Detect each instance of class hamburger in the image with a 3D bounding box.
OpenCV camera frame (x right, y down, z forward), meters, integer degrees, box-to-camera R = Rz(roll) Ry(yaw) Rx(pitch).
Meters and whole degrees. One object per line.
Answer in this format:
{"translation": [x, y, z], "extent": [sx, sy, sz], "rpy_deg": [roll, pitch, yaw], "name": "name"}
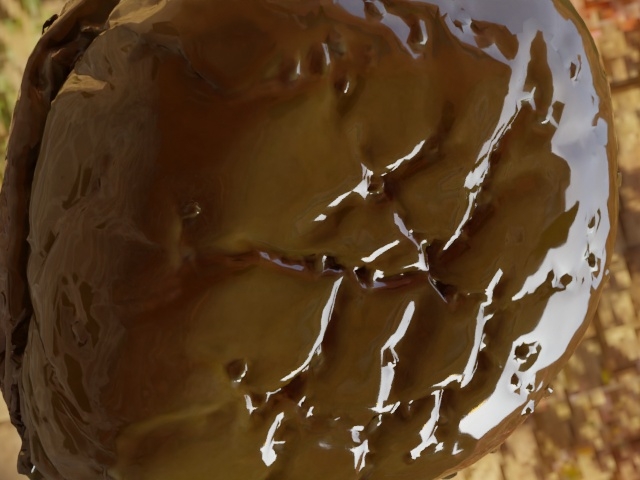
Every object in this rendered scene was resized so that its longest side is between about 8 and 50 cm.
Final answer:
{"translation": [0.000, 0.000, 0.759], "extent": [0.158, 0.319, 0.318], "rpy_deg": [30, -47, 52], "name": "hamburger"}
